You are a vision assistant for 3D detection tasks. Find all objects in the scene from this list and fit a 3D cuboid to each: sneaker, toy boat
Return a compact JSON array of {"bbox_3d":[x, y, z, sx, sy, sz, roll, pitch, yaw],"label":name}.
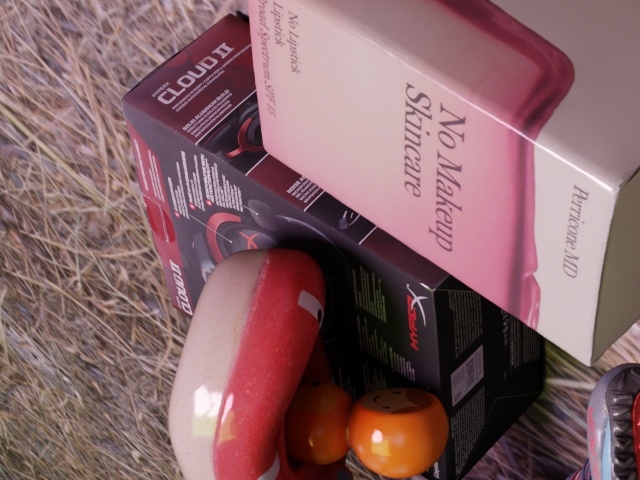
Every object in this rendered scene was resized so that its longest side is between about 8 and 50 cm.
[{"bbox_3d":[0.193,0.174,1.102,0.125,0.104,0.262,25,146,43],"label":"sneaker"},{"bbox_3d":[0.002,0.109,1.047,0.151,0.151,0.231,1,136,16],"label":"toy boat"}]

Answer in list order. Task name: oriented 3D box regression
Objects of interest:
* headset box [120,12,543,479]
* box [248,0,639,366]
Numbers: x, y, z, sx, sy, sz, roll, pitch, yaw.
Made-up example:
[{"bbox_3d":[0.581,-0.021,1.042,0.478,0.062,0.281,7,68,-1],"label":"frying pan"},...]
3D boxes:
[{"bbox_3d":[0.000,0.000,1.146,0.293,0.110,0.218,31,149,30],"label":"headset box"},{"bbox_3d":[0.089,-0.072,0.890,0.232,0.127,0.148,34,151,26],"label":"box"}]
